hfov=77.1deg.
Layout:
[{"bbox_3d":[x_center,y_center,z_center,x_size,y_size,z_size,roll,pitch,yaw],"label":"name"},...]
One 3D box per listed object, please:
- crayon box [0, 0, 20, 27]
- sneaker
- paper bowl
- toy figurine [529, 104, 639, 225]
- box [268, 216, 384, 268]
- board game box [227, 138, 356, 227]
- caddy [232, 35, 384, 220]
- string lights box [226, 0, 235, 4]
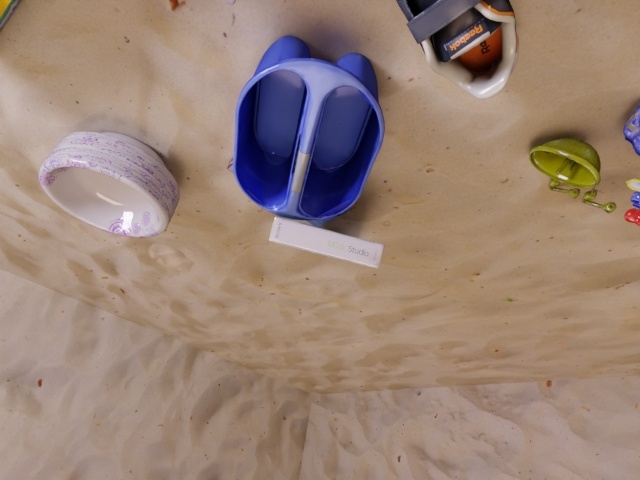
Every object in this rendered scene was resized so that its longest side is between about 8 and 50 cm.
[{"bbox_3d":[-0.595,-0.447,0.554,0.362,0.106,0.313,-15,139,35],"label":"crayon box"},{"bbox_3d":[0.162,-0.319,0.508,0.321,0.128,0.126,35,142,-30],"label":"sneaker"},{"bbox_3d":[-0.478,-0.139,0.950,0.284,0.148,0.284,7,146,5],"label":"paper bowl"},{"bbox_3d":[0.576,-0.143,0.654,0.191,0.217,0.362,24,-168,-43],"label":"toy figurine"},{"bbox_3d":[0.000,0.000,0.953,0.232,0.059,0.322,15,179,-5],"label":"box"},{"bbox_3d":[-0.063,-0.131,0.947,0.281,0.027,0.145,33,142,-29],"label":"board game box"},{"bbox_3d":[-0.025,-0.173,0.709,0.241,0.179,0.341,12,142,-5],"label":"caddy"},{"bbox_3d":[-0.108,-0.433,0.457,0.133,0.077,0.259,25,145,-21],"label":"string lights box"}]
